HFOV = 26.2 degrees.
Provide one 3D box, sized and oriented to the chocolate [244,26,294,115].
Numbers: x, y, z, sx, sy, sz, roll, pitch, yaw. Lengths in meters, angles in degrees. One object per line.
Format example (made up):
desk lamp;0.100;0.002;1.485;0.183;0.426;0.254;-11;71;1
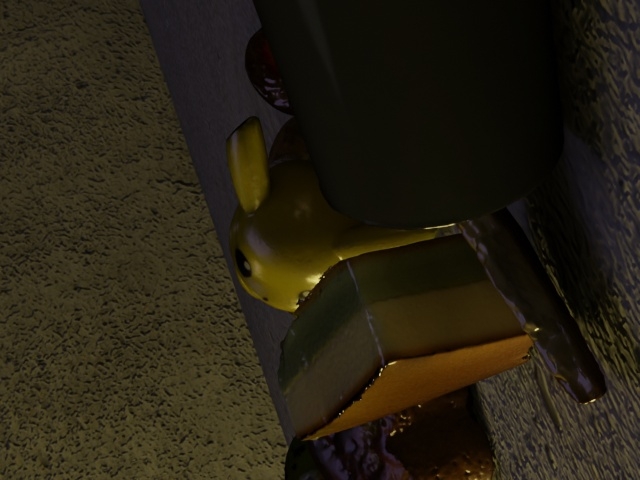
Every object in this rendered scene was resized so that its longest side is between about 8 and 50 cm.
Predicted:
chocolate;0.000;-0.181;1.358;0.133;0.127;0.124;27;120;59

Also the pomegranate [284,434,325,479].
pomegranate;0.063;0.290;1.730;0.179;0.211;0.179;43;-148;-36

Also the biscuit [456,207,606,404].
biscuit;0.137;0.020;0.983;0.176;0.031;0.228;45;-163;-41

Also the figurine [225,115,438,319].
figurine;0.000;0.002;1.428;0.327;0.218;0.169;67;-132;-83

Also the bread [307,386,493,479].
bread;0.076;0.190;1.459;0.246;0.135;0.232;54;141;32

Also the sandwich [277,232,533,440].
sandwich;0.078;0.081;1.160;0.220;0.186;0.108;-51;54;58

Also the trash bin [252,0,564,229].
trash bin;0.043;-0.186;0.858;0.214;0.214;0.333;-122;14;-57

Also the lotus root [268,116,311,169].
lotus root;-0.006;-0.089;1.554;0.122;0.112;0.081;89;-178;-65
